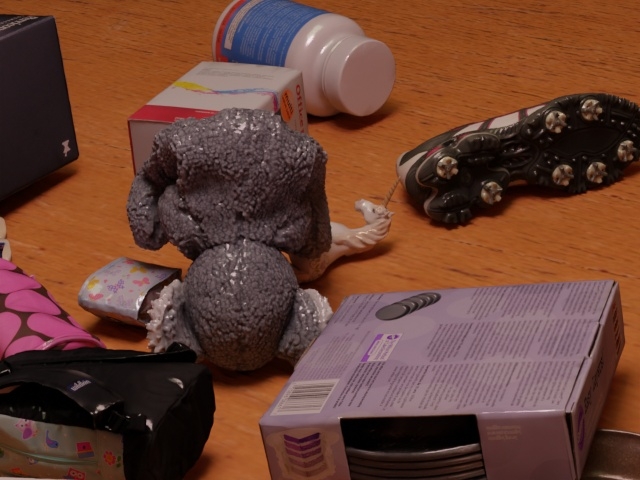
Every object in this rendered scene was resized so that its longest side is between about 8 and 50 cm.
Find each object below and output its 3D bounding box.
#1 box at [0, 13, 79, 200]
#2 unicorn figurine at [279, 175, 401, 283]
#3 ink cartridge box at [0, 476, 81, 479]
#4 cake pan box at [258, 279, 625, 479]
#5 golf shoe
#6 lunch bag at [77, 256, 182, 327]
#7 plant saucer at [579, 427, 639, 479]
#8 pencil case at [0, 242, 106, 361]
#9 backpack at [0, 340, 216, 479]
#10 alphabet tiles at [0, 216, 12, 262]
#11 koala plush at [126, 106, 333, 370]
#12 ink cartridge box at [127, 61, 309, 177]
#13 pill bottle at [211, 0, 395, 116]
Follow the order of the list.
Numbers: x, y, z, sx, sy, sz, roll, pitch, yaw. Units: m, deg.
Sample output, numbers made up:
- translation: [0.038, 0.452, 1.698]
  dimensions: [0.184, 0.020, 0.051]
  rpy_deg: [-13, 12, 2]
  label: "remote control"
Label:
- translation: [-0.474, -0.134, 1.875]
  dimensions: [0.294, 0.183, 0.296]
  rpy_deg: [7, 25, 30]
  label: "box"
- translation: [0.000, 0.000, 1.697]
  dimensions: [0.111, 0.060, 0.162]
  rpy_deg: [12, 47, 31]
  label: "unicorn figurine"
- translation: [-0.104, 0.257, 1.014]
  dimensions: [0.283, 0.207, 0.117]
  rpy_deg: [1, 21, 11]
  label: "ink cartridge box"
- translation: [0.105, 0.112, 1.373]
  dimensions: [0.245, 0.070, 0.267]
  rpy_deg: [-6, 19, 19]
  label: "cake pan box"
- translation: [0.209, -0.102, 1.806]
  dimensions: [0.272, 0.105, 0.120]
  rpy_deg: [-13, 20, -17]
  label: "golf shoe"
- translation: [-0.179, 0.053, 1.619]
  dimensions: [0.071, 0.053, 0.083]
  rpy_deg: [10, 20, 24]
  label: "lunch bag"
- translation: [0.197, 0.205, 1.257]
  dimensions: [0.198, 0.036, 0.199]
  rpy_deg: [-4, 27, 2]
  label: "plant saucer"
- translation: [-0.263, 0.082, 1.539]
  dimensions: [0.098, 0.095, 0.209]
  rpy_deg: [-3, 24, -32]
  label: "pencil case"
- translation: [-0.189, 0.147, 1.361]
  dimensions: [0.182, 0.115, 0.152]
  rpy_deg: [2, 16, 18]
  label: "backpack"
- translation: [-0.450, 0.039, 1.736]
  dimensions: [0.277, 0.021, 0.284]
  rpy_deg: [-11, 27, -10]
  label: "alphabet tiles"
- translation: [-0.076, 0.015, 1.536]
  dimensions: [0.196, 0.203, 0.221]
  rpy_deg: [4, 67, -8]
  label: "koala plush"
- translation: [-0.103, -0.100, 1.826]
  dimensions: [0.127, 0.128, 0.176]
  rpy_deg: [7, 29, 23]
  label: "ink cartridge box"
- translation: [-0.018, -0.217, 2.053]
  dimensions: [0.124, 0.124, 0.221]
  rpy_deg: [-25, 31, -34]
  label: "pill bottle"
